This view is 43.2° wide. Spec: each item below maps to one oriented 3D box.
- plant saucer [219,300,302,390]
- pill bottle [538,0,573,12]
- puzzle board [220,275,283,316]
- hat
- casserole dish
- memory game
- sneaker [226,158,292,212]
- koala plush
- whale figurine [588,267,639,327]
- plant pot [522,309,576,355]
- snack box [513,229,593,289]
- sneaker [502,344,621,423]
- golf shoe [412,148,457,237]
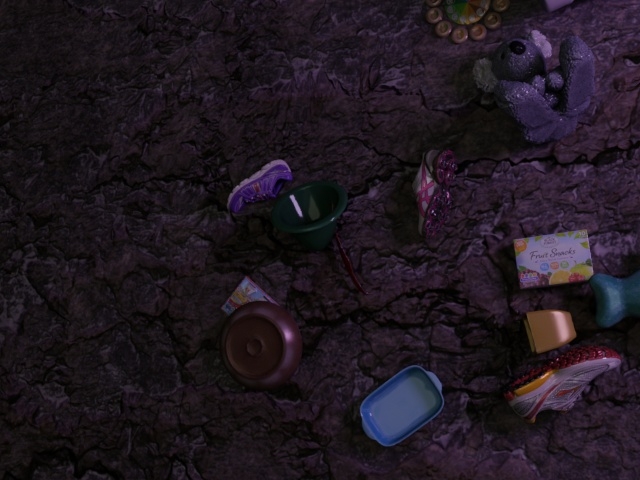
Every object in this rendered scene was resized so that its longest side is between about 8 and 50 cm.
[{"bbox_3d":[-0.138,0.231,1.769,0.198,0.036,0.199,-1,87,17],"label":"plant saucer"},{"bbox_3d":[0.581,-0.606,1.538,0.392,0.224,0.224,-23,75,16],"label":"pill bottle"},{"bbox_3d":[-0.152,0.155,1.809,0.128,0.011,0.096,40,97,20],"label":"puzzle board"},{"bbox_3d":[0.000,0.000,1.770,0.172,0.184,0.208,-12,36,12],"label":"hat"},{"bbox_3d":[0.168,0.336,1.648,0.188,0.037,0.114,-39,71,12],"label":"casserole dish"},{"bbox_3d":[0.314,-0.511,1.736,0.186,0.012,0.186,-3,80,20],"label":"memory game"},{"bbox_3d":[-0.137,-0.112,1.816,0.170,0.068,0.071,-36,77,11],"label":"sneaker"},{"bbox_3d":[0.412,-0.320,1.604,0.196,0.203,0.221,-33,51,4],"label":"koala plush"},{"bbox_3d":[0.629,0.091,1.456,0.272,0.141,0.216,-8,80,17],"label":"whale figurine"},{"bbox_3d":[0.442,0.172,1.551,0.083,0.081,0.081,-14,77,7],"label":"plant pot"},{"bbox_3d":[0.457,0.039,1.585,0.141,0.037,0.100,-9,77,19],"label":"snack box"},{"bbox_3d":[0.464,0.271,1.534,0.225,0.088,0.093,-29,94,14],"label":"sneaker"},{"bbox_3d":[0.229,-0.097,1.684,0.086,0.067,0.186,8,84,48],"label":"golf shoe"}]
